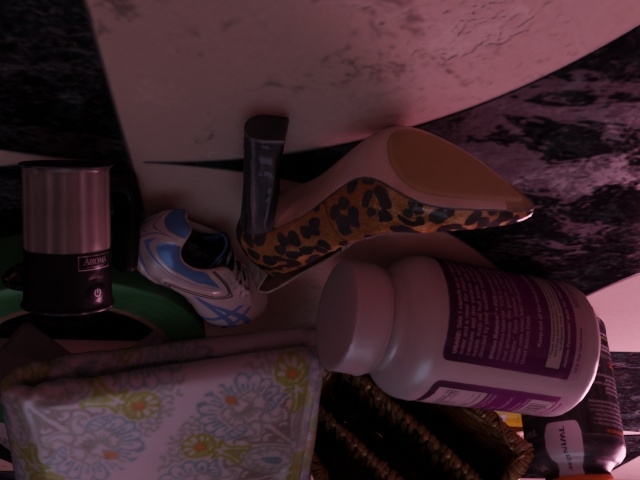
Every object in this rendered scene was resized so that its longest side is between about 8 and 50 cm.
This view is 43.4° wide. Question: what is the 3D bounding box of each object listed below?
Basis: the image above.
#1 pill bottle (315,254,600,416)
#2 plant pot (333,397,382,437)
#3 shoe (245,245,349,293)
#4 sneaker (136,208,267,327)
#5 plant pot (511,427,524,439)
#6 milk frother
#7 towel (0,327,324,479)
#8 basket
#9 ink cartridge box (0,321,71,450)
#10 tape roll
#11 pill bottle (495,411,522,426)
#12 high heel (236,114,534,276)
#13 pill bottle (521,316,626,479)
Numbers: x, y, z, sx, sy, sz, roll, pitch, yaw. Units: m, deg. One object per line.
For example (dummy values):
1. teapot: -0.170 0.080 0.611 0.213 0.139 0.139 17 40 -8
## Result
1. pill bottle: 0.155 0.108 0.939 0.302 0.169 0.169 11 151 -19
2. plant pot: 0.076 0.318 1.360 0.110 0.237 0.237 -39 157 -15
3. shoe: 0.000 0.000 0.848 0.077 0.058 0.219 23 145 -37
4. sneaker: -0.117 0.036 0.897 0.086 0.085 0.237 -19 151 20
5. plant pot: 0.257 0.306 1.351 0.236 0.032 0.236 2 -179 0
6. milk frother: -0.254 -0.010 0.763 0.143 0.134 0.129 5 -171 15
7. towel: -0.180 0.259 0.997 0.375 0.090 0.320 -6 123 -18
8. basket: 0.101 0.291 1.119 0.299 0.213 0.223 41 159 16
9. ink cartridge box: -0.371 0.274 1.186 0.283 0.117 0.207 38 143 -6
10. tape roll: -0.302 0.117 0.969 0.321 0.077 0.321 -8 141 -6
11. pill bottle: 0.337 0.242 1.266 0.184 0.103 0.103 1 153 0
12. high heel: 0.050 -0.013 0.747 0.261 0.093 0.186 14 137 6
13. pill bottle: 0.337 0.230 1.087 0.131 0.245 0.130 0 152 0
